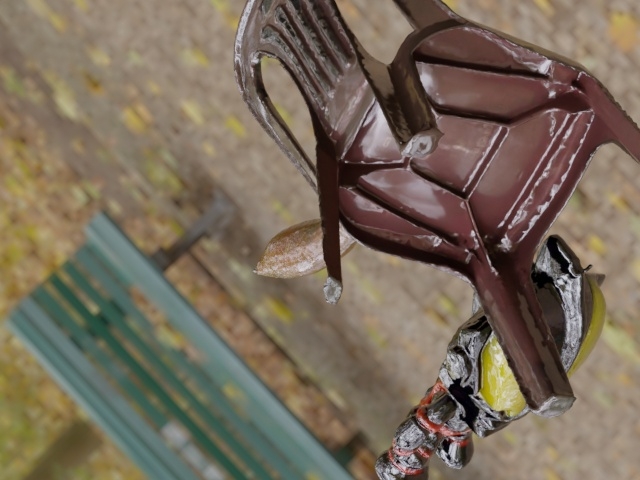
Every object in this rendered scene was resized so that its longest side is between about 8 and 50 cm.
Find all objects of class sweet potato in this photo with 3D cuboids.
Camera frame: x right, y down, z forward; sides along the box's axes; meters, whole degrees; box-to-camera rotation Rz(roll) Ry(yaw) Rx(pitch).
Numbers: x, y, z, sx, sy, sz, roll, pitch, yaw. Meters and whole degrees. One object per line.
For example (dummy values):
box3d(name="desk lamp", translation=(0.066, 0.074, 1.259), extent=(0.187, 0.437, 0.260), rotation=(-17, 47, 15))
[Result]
box3d(name="sweet potato", translation=(0.001, 0.001, 1.989), extent=(0.057, 0.057, 0.264), rotation=(50, 147, -11))

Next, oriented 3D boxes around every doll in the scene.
box3d(name="doll", translation=(0.123, 0.088, 1.330), extent=(0.088, 0.127, 0.249), rotation=(32, 131, 0))

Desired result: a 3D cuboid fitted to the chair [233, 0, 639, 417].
box3d(name="chair", translation=(0.069, -0.069, 1.214), extent=(0.183, 0.175, 0.326), rotation=(19, -153, -23))
